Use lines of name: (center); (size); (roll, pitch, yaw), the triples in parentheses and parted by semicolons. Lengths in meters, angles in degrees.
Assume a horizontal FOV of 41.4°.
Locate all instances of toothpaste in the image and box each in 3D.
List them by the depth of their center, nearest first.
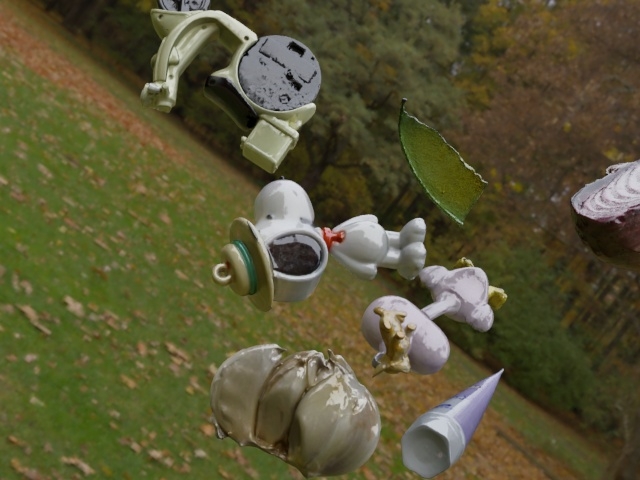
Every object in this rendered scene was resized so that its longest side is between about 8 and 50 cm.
toothpaste: (0.210, 0.276, 1.295); (0.080, 0.125, 0.371); (43, 17, 16)

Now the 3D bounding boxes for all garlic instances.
garlic: (-0.027, 0.271, 1.421); (0.281, 0.203, 0.184); (22, 4, 22)

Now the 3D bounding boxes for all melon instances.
melon: (0.206, -0.138, 1.498); (0.262, 0.114, 0.053); (52, 40, -21)

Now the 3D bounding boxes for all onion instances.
onion: (0.343, -0.028, 0.844); (0.151, 0.205, 0.098); (-144, -149, -73)

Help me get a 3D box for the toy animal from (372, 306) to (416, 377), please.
toy animal: (0.089, 0.137, 1.110); (0.081, 0.083, 0.060); (33, 39, 22)

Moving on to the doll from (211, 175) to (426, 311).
doll: (0.005, 0.019, 1.181); (0.271, 0.208, 0.144); (22, -29, 0)

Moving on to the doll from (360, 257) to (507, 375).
doll: (0.197, 0.127, 1.456); (0.160, 0.094, 0.365); (43, 44, 17)

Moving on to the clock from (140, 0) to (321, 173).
clock: (-0.187, -0.319, 1.618); (0.378, 0.277, 0.120); (29, -16, 2)
